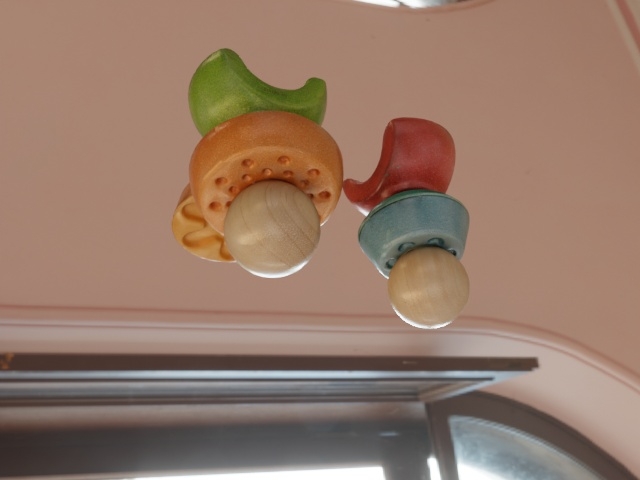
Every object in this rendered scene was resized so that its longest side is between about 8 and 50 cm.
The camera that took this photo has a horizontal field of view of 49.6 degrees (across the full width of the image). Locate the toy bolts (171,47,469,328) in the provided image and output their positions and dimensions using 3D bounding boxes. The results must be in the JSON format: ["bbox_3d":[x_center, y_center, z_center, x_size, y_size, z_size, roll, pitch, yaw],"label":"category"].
[{"bbox_3d":[0.000,0.000,0.522,0.218,0.228,0.159,122,-32,-44],"label":"toy bolts"}]
